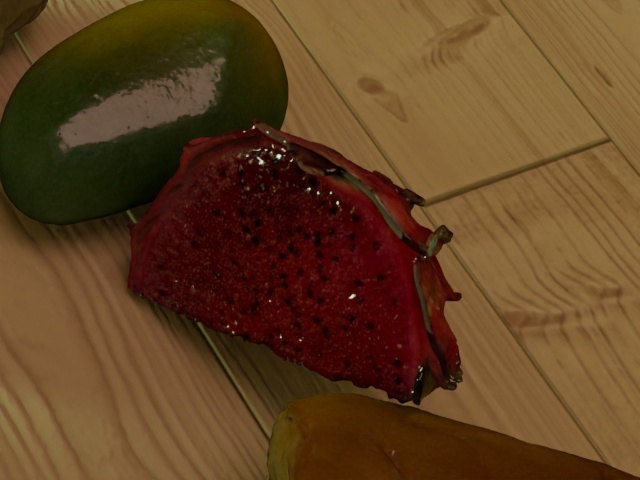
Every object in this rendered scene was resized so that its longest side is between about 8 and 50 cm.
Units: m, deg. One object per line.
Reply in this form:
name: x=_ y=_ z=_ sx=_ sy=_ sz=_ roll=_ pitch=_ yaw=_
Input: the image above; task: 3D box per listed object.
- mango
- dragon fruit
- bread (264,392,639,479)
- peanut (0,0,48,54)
mango: x=-0.135 y=-0.096 z=1.071 sx=0.251 sy=0.114 sz=0.156 roll=-30 pitch=82 yaw=-27
dragon fruit: x=0.006 y=-0.008 z=0.983 sx=0.274 sy=0.161 sz=0.126 roll=19 pitch=29 yaw=29
bread: x=0.119 y=0.216 z=0.925 sx=0.344 sy=0.149 sz=0.195 roll=17 pitch=49 yaw=-15
peanut: x=-0.271 y=-0.169 z=1.063 sx=0.098 sy=0.090 sz=0.214 roll=0 pitch=40 yaw=29
